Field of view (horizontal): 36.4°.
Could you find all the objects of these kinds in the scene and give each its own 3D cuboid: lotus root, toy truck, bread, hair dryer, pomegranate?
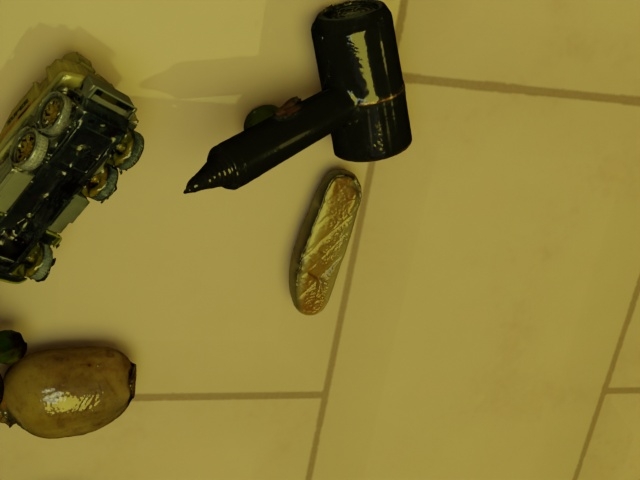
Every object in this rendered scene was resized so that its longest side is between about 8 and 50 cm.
[{"bbox_3d":[-0.351,0.204,1.291,0.220,0.118,0.125,-11,101,-16],"label":"lotus root"},{"bbox_3d":[-0.331,-0.091,1.134,0.272,0.157,0.124,-47,136,16],"label":"toy truck"},{"bbox_3d":[0.000,0.000,1.338,0.073,0.053,0.214,9,109,-25],"label":"bread"},{"bbox_3d":[-0.031,-0.149,1.149,0.352,0.107,0.189,-33,123,-37],"label":"hair dryer"},{"bbox_3d":[-0.061,-0.148,1.241,0.073,0.073,0.085,14,88,-23],"label":"pomegranate"}]

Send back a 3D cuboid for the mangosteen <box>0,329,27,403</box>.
[{"bbox_3d":[-0.529,0.191,1.132,0.311,0.311,0.311,-7,117,-14],"label":"mangosteen"}]
